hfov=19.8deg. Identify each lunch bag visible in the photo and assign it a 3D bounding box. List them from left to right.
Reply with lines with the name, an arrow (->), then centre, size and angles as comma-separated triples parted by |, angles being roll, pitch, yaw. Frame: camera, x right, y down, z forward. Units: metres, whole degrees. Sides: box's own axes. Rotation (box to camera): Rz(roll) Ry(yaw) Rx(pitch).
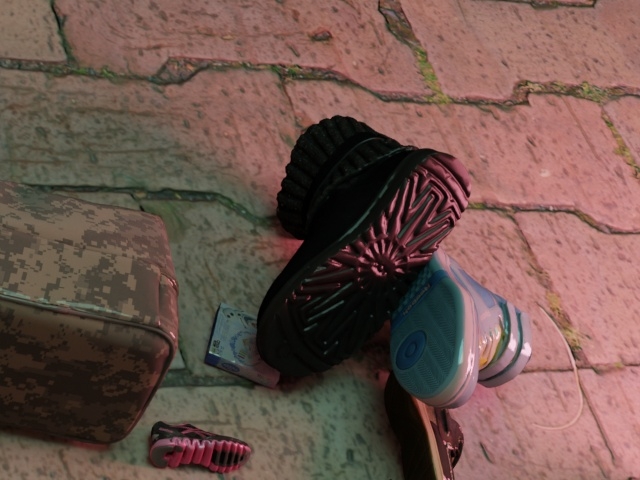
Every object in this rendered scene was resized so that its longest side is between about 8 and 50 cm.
lunch bag -> -0.306, 0.049, 1.967 | 0.305, 0.213, 0.256 | 14, 43, -19

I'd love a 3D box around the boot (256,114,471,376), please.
boot -> 0.003, 0.002, 2.237 | 0.348, 0.131, 0.260 | -45, 33, -16

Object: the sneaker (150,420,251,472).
sneaker -> -0.134, 0.222, 2.025 | 0.119, 0.047, 0.057 | 10, 32, -24

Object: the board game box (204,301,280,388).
board game box -> -0.087, 0.124, 2.171 | 0.090, 0.020, 0.090 | 22, 40, -9

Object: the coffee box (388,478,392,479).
coffee box -> 0.005, 0.383, 1.870 | 0.297, 0.119, 0.168 | -19, 55, -43

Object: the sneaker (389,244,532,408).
sneaker -> 0.186, 0.129, 2.191 | 0.208, 0.127, 0.319 | 37, 21, -23

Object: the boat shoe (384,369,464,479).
boat shoe -> 0.134, 0.235, 2.141 | 0.073, 0.080, 0.224 | 6, 40, -21
